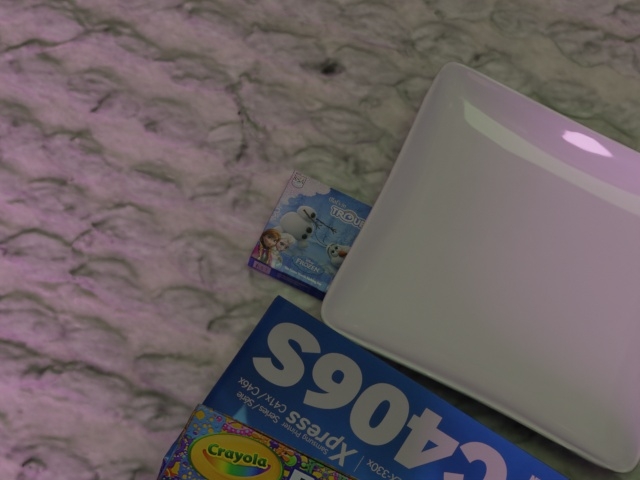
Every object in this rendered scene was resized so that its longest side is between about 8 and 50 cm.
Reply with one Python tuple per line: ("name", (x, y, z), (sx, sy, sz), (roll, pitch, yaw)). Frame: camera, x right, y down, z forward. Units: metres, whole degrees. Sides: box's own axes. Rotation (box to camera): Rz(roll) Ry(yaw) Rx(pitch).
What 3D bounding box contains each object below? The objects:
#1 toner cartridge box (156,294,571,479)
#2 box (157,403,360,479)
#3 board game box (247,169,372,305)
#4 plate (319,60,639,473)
("toner cartridge box", (0.066, 0.205, 1.435), (0.348, 0.075, 0.165), (32, 65, 5))
("box", (-0.079, 0.303, 1.242), (0.177, 0.290, 0.279), (26, 64, 3))
("board game box", (0.000, 0.000, 1.551), (0.090, 0.020, 0.090), (25, 62, 1))
("plate", (0.170, 0.022, 1.554), (0.277, 0.045, 0.278), (27, 63, 1))
